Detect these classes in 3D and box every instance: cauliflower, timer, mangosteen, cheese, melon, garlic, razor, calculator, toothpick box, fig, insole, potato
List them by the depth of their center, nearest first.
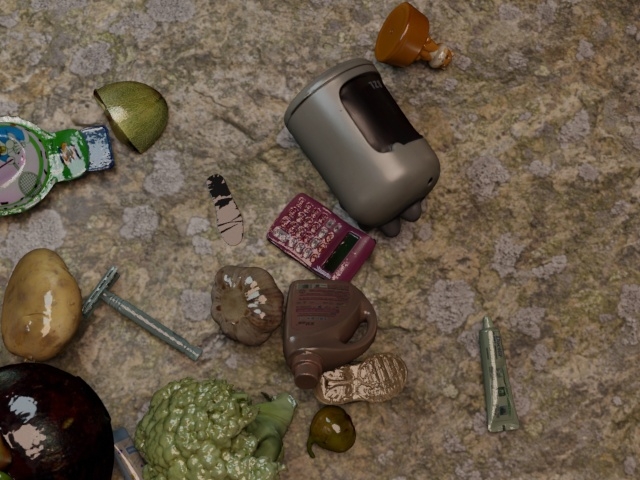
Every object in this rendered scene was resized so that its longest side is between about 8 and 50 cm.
[{"bbox_3d":[-0.480,0.347,1.423,0.312,0.311,0.311,1,73,-5],"label":"mangosteen"},{"bbox_3d":[-0.168,0.366,1.487,0.281,0.327,0.260,26,85,-43],"label":"cauliflower"},{"bbox_3d":[-0.499,0.121,1.576,0.161,0.128,0.235,-47,45,4],"label":"potato"},{"bbox_3d":[0.012,0.345,1.592,0.098,0.082,0.084,-23,112,4],"label":"fig"},{"bbox_3d":[-0.132,0.119,1.624,0.159,0.102,0.147,37,105,30],"label":"garlic"},{"bbox_3d":[-0.323,0.154,1.631,0.232,0.068,0.106,35,74,-1],"label":"razor"},{"bbox_3d":[-0.561,-0.153,1.682,0.321,0.083,0.203,-12,75,-8],"label":"cheese"},{"bbox_3d":[0.088,-0.160,1.689,0.229,0.229,0.316,-31,80,-13],"label":"toothpick box"},{"bbox_3d":[0.000,0.000,1.714,0.191,0.034,0.126,35,74,11],"label":"calculator"},{"bbox_3d":[-0.188,-0.061,1.730,0.053,0.002,0.152,-20,76,-11],"label":"insole"},{"bbox_3d":[-0.370,-0.266,1.736,0.128,0.079,0.160,-34,79,-12],"label":"melon"},{"bbox_3d":[0.209,-0.402,1.823,0.152,0.132,0.132,21,71,-22],"label":"timer"}]

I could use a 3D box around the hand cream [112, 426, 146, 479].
[{"bbox_3d":[-0.326,0.411,1.551,0.043,0.065,0.170,-36,80,18],"label":"hand cream"}]

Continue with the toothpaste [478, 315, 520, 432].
[{"bbox_3d":[0.331,0.251,1.666,0.064,0.041,0.218,-4,77,-12],"label":"toothpaste"}]

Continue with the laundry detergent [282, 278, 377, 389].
[{"bbox_3d":[0.018,0.168,1.580,0.171,0.076,0.237,1,37,-1],"label":"laundry detergent"}]

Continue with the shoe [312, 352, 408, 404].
[{"bbox_3d":[0.068,0.260,1.614,0.180,0.092,0.089,-8,78,-11],"label":"shoe"}]
